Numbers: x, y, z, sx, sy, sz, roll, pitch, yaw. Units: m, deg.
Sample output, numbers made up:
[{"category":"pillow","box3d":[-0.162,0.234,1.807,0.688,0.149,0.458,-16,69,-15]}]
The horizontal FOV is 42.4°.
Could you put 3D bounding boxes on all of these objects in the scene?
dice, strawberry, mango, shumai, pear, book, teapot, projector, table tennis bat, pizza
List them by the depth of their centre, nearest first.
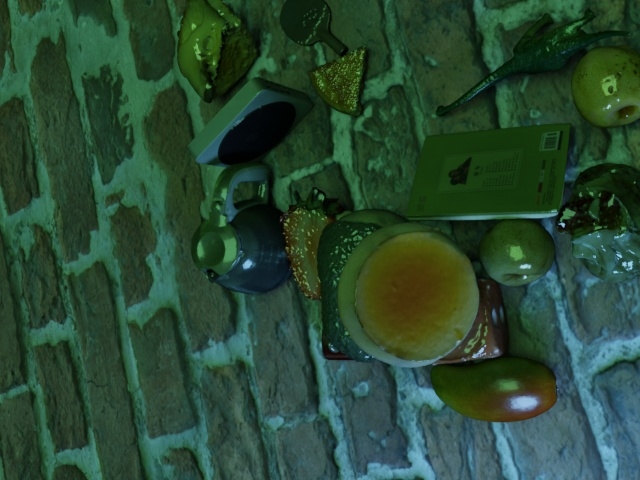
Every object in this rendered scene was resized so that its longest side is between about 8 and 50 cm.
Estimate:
[{"category":"shumai","box3d":[0.593,-0.042,1.676,0.189,0.218,0.256,-15,79,33]},{"category":"pear","box3d":[0.603,-0.323,1.710,0.177,0.178,0.178,-1,89,28]},{"category":"pear","box3d":[0.425,0.022,1.789,0.167,0.167,0.137,-7,64,28]},{"category":"mango","box3d":[0.381,0.332,1.829,0.289,0.129,0.146,-14,114,39]},{"category":"book","box3d":[0.373,-0.151,1.830,0.352,0.035,0.239,-2,59,32]},{"category":"dice","box3d":[0.320,0.181,1.838,0.173,0.179,0.175,-12,79,28]},{"category":"strawberry","box3d":[0.000,0.000,2.054,0.188,0.106,0.286,8,106,27]},{"category":"projector","box3d":[-0.176,-0.291,2.065,0.259,0.257,0.079,-42,72,21]},{"category":"pizza","box3d":[0.057,-0.417,2.067,0.184,0.036,0.176,33,103,27]},{"category":"teapot","box3d":[-0.188,-0.015,2.078,0.239,0.239,0.322,39,106,22]},{"category":"table tennis bat","box3d":[-0.015,-0.549,2.119,0.234,0.022,0.131,47,109,23]}]

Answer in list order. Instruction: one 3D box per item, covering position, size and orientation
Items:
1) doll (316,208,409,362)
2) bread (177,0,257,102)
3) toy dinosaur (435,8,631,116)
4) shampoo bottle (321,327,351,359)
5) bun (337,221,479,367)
[{"category":"doll","box3d":[0.101,0.103,1.896,0.247,0.247,0.350,1,85,28]},{"category":"bread","box3d":[-0.281,-0.526,2.186,0.204,0.162,0.262,46,132,20]},{"category":"toy dinosaur","box3d":[0.435,-0.369,1.763,0.301,0.447,0.087,-41,107,-7]},{"category":"shampoo bottle","box3d":[0.130,0.239,1.999,0.260,0.064,0.102,-5,84,28]},{"category":"bun","box3d":[0.174,0.107,1.709,0.298,0.165,0.299,0,90,-16]}]
